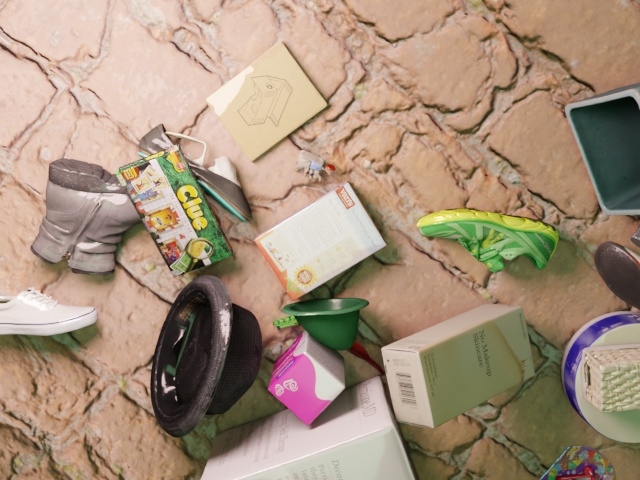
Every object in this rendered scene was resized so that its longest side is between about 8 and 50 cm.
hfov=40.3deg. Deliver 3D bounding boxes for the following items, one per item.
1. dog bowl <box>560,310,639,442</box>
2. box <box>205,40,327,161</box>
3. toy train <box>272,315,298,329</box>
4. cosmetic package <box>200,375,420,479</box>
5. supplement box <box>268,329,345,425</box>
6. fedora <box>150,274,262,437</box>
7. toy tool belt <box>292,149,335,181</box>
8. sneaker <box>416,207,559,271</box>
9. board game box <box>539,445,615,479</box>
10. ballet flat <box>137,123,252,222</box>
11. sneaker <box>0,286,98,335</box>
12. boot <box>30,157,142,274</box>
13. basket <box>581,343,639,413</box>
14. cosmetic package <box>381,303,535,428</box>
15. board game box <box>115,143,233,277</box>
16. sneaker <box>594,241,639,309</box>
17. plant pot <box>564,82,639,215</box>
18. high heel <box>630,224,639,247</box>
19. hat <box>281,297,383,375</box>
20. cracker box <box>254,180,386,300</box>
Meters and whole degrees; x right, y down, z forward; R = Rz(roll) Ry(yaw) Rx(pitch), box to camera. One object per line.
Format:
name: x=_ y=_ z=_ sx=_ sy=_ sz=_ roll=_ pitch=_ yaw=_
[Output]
dog bowl: x=0.653 y=0.289 z=1.850 sx=0.265 sy=0.104 sz=0.265 roll=0 pitch=98 yaw=1
box: x=-0.114 y=-0.288 z=1.814 sx=0.201 sy=0.021 sz=0.164 roll=-36 pitch=96 yaw=6
toy train: x=-0.062 y=0.172 z=1.881 sx=0.083 sy=0.017 sz=0.023 roll=-18 pitch=108 yaw=3
cosmetic package: x=0.004 y=0.526 z=1.773 sx=0.394 sy=0.329 sz=0.327 roll=-20 pitch=97 yaw=2
supplement box: x=-0.024 y=0.273 z=1.791 sx=0.114 sy=0.220 sz=0.111 roll=43 pitch=96 yaw=-6
fedora: x=-0.220 y=0.244 z=1.798 sx=0.152 sy=0.334 sz=0.334 roll=15 pitch=99 yaw=-33
toy tool belt: x=-0.015 y=-0.150 z=1.824 sx=0.083 sy=0.052 sz=0.051 roll=25 pitch=129 yaw=0
sneaker: x=0.345 y=0.001 z=1.808 sx=0.295 sy=0.109 sz=0.123 roll=9 pitch=94 yaw=-1
board game box: x=0.567 y=0.536 z=1.921 sx=0.133 sy=0.033 sz=0.168 roll=39 pitch=96 yaw=-5
ballet flat: x=-0.243 y=-0.149 z=1.801 sx=0.280 sy=0.095 sz=0.096 roll=33 pitch=85 yaw=-4
sneaker: x=-0.601 y=0.147 z=1.839 sx=0.258 sy=0.094 sz=0.091 roll=-3 pitch=102 yaw=1
boot: x=-0.418 y=-0.029 z=1.820 sx=0.338 sy=0.118 sz=0.222 roll=14 pitch=108 yaw=-1
basket: x=0.619 y=0.275 z=1.743 sx=0.167 sy=0.103 sz=0.113 roll=-5 pitch=99 yaw=0
cosmetic package: x=0.282 y=0.246 z=1.759 sx=0.309 sy=0.113 sz=0.160 roll=-18 pitch=99 yaw=-35
board game box: x=-0.287 y=-0.054 z=1.739 sx=0.136 sy=0.030 sz=0.259 roll=-22 pitch=119 yaw=5
sneaker: x=0.709 y=0.098 z=1.834 sx=0.270 sy=0.145 sz=0.090 roll=45 pitch=125 yaw=28
plant pot: x=0.686 y=-0.211 z=1.721 sx=0.252 sy=0.247 sz=0.248 roll=-24 pitch=97 yaw=-14
high heel: x=0.794 y=-0.007 z=1.785 sx=0.261 sy=0.093 sz=0.186 roll=36 pitch=79 yaw=12
hat: x=0.030 y=0.220 z=1.806 sx=0.208 sy=0.173 sz=0.183 roll=-5 pitch=96 yaw=-2
cracker box: x=0.000 y=0.000 z=1.831 sx=0.232 sy=0.067 sz=0.155 roll=-31 pitch=98 yaw=5
